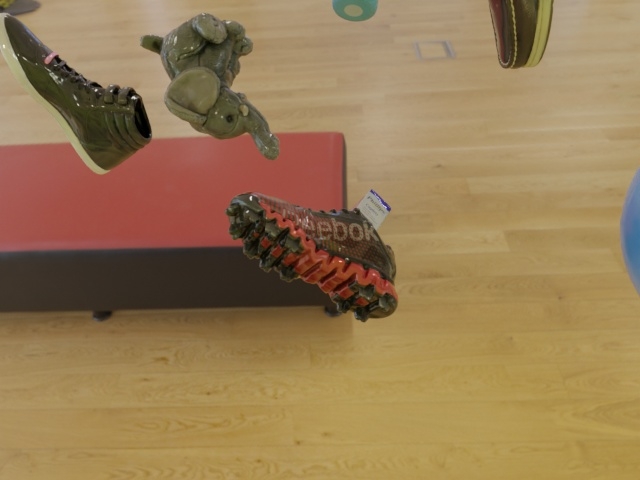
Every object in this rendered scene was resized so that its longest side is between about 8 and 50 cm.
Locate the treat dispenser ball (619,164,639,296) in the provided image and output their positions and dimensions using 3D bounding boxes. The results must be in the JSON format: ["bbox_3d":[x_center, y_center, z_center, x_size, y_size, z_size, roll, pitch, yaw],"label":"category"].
[{"bbox_3d":[0.442,-0.011,0.421,0.288,0.288,0.288,-3,44,3],"label":"treat dispenser ball"}]

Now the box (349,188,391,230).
[{"bbox_3d":[0.089,-0.034,1.118,0.072,0.126,0.137,42,49,-4],"label":"box"}]

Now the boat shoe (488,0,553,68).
[{"bbox_3d":[0.129,-0.237,0.356,0.073,0.223,0.080,-15,39,9],"label":"boat shoe"}]

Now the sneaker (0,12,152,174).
[{"bbox_3d":[-0.408,-0.267,0.809,0.147,0.296,0.104,-21,35,9],"label":"sneaker"}]

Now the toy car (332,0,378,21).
[{"bbox_3d":[0.096,-0.471,0.643,0.238,0.210,0.219,4,83,40],"label":"toy car"}]

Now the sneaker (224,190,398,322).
[{"bbox_3d":[0.000,0.000,0.655,0.276,0.097,0.135,31,54,-17],"label":"sneaker"}]

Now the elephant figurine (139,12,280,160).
[{"bbox_3d":[-0.192,-0.252,0.816,0.186,0.239,0.169,-7,-5,42],"label":"elephant figurine"}]
